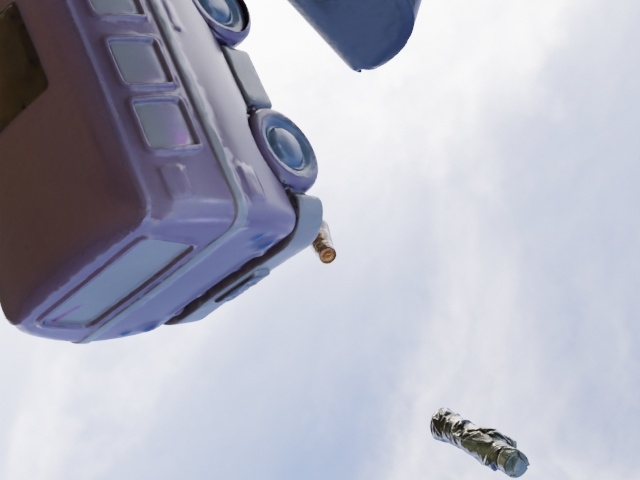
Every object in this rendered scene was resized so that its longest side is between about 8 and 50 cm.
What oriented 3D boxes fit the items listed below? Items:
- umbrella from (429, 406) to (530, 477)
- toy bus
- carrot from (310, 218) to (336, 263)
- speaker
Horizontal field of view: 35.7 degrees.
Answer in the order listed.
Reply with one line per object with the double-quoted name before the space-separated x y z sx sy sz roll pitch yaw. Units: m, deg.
"umbrella" 0.186 0.234 1.174 0.050 0.046 0.188 -41 -165 -13
"toy bus" -0.107 -0.063 0.512 0.142 0.142 0.202 -36 -110 33
"carrot" 0.000 0.000 1.142 0.032 0.032 0.093 -51 -157 12
"speaker" 0.025 -0.376 1.122 0.184 0.388 0.180 -2 -119 39
